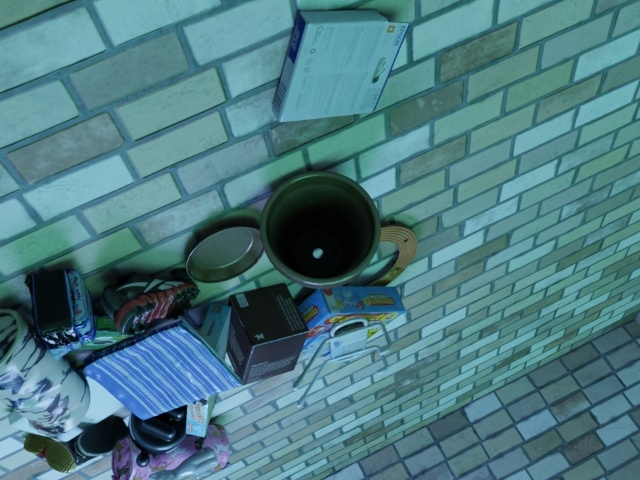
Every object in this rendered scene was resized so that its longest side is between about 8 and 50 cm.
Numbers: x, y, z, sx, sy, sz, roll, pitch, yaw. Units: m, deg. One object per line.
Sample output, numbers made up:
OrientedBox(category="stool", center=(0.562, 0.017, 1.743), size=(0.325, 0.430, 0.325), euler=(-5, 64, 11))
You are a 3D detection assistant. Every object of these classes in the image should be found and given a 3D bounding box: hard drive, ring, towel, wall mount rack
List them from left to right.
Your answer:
OrientedBox(category="hard drive", center=(-0.605, 0.410, 1.803), size=(0.353, 0.047, 0.233), euler=(-32, 148, 4))
OrientedBox(category="towel", center=(-0.388, 0.325, 1.639), size=(0.335, 0.040, 0.243), euler=(-23, 121, 25))
OrientedBox(category="wall mount rack", center=(0.052, 0.355, 1.972), size=(0.304, 0.131, 0.350), euler=(-17, 153, -7))
OrientedBox(category="ring", center=(0.123, 0.068, 1.917), size=(0.336, 0.032, 0.337), euler=(-20, 146, -14))

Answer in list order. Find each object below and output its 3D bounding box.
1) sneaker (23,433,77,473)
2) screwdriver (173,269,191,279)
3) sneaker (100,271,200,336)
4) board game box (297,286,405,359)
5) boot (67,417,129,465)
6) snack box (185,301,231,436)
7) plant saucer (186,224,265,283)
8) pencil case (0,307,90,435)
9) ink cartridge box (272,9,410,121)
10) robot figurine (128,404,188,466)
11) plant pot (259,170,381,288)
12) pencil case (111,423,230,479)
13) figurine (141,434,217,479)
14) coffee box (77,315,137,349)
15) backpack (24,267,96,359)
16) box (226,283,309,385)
OrientedBox(category="sneaker", center=(-0.719, 0.581, 1.849), size=(0.070, 0.185, 0.084), euler=(-61, 152, -16))
OrientedBox(category="screwdriver", center=(-0.282, 0.082, 1.635), size=(0.169, 0.024, 0.025), euler=(0, 109, -48))
OrientedBox(category="sneaker", center=(-0.387, 0.124, 1.537), size=(0.098, 0.135, 0.276), euler=(-60, 162, 21))
OrientedBox(category="board game box", center=(0.041, 0.246, 2.003), size=(0.308, 0.086, 0.302), euler=(3, 146, -40))
OrientedBox(category="boot", center=(-0.667, 0.593, 1.922), size=(0.178, 0.085, 0.236), euler=(-32, 173, 9))
OrientedBox(category="snack box", center=(-0.296, 0.342, 1.780), size=(0.060, 0.187, 0.322), euler=(13, 128, 1))
OrientedBox(category="plant saucer", center=(-0.223, 0.025, 1.581), size=(0.198, 0.036, 0.199), euler=(-20, 146, -15))
OrientedBox(category="pencil case", center=(-0.659, 0.309, 1.511), size=(0.183, 0.160, 0.410), euler=(-38, 151, -16))
OrientedBox(category="ink cartridge box", center=(0.036, -0.330, 1.286), size=(0.223, 0.045, 0.223), euler=(-10, 143, -29))
OrientedBox(category="robot figurine", center=(-0.450, 0.513, 1.907), size=(0.209, 0.174, 0.278), euler=(-24, 168, -25))
OrientedBox(category="plant pot", center=(0.000, 0.000, 1.561), size=(0.263, 0.263, 0.229), euler=(-25, 165, -7))
OrientedBox(category="pencil case", center=(-0.481, 0.692, 2.185), size=(0.386, 0.167, 0.160), euler=(8, 155, -43))
OrientedBox(category="figurine", center=(-0.445, 0.648, 2.072), size=(0.209, 0.215, 0.092), euler=(-16, 169, -39))
OrientedBox(category="coffee box", center=(-0.510, 0.212, 1.550), size=(0.113, 0.041, 0.184), euler=(8, 155, -44))
OrientedBox(category="backpack", center=(-0.533, 0.161, 1.413), size=(0.116, 0.158, 0.173), euler=(-13, 147, -12))
OrientedBox(category="box", center=(-0.155, 0.255, 1.827), size=(0.166, 0.169, 0.203), euler=(-11, 144, -26))
